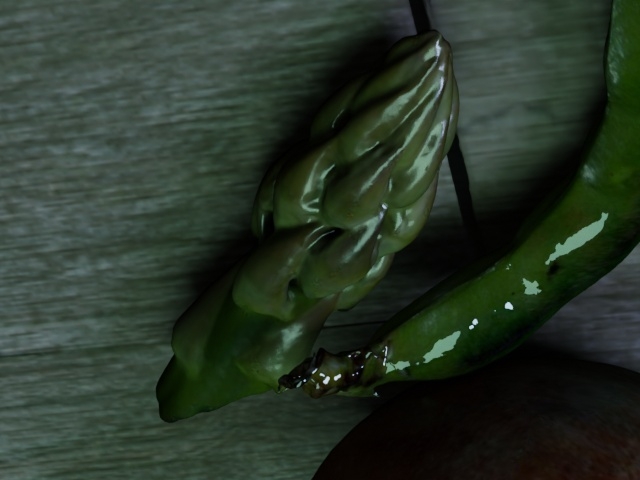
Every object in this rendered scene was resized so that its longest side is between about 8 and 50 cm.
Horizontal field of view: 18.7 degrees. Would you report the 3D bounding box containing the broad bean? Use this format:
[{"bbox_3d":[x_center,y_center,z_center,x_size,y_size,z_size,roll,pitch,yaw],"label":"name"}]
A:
[{"bbox_3d":[0.106,-0.021,0.874,0.144,0.049,0.292,6,132,-47],"label":"broad bean"}]

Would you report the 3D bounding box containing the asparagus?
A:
[{"bbox_3d":[0.000,0.000,0.919,0.080,0.080,0.287,17,135,-13],"label":"asparagus"}]

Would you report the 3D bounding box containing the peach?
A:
[{"bbox_3d":[0.111,0.169,0.969,0.252,0.252,0.252,3,138,2],"label":"peach"}]
